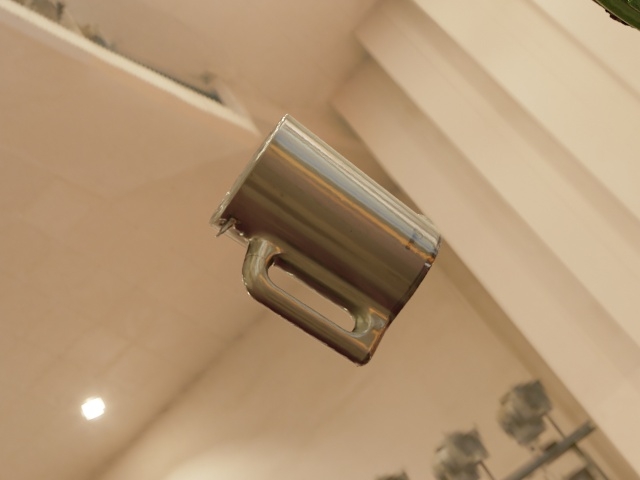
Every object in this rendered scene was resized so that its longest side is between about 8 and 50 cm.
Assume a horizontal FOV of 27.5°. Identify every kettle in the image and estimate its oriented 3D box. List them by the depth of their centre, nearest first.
[{"bbox_3d":[0.004,-0.005,0.934,0.148,0.127,0.098,36,-68,-6],"label":"kettle"}]

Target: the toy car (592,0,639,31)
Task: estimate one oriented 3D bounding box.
[{"bbox_3d":[0.132,-0.118,0.338,0.071,0.062,0.165,25,-61,-28],"label":"toy car"}]
